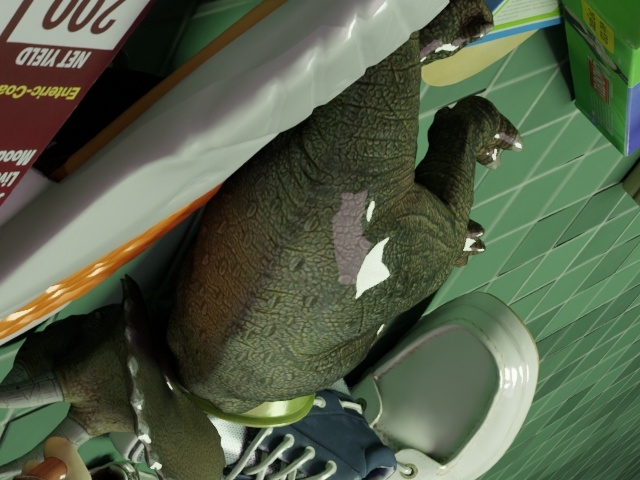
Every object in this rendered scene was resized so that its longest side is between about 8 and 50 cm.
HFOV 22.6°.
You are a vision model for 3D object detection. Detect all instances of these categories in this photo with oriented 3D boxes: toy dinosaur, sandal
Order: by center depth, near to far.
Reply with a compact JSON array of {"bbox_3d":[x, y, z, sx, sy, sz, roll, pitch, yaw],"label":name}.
[{"bbox_3d":[-0.068,-0.036,0.452,0.265,0.076,0.102,-35,177,30],"label":"sandal"},{"bbox_3d":[0.000,0.000,0.548,0.160,0.121,0.313,-54,-172,-37],"label":"toy dinosaur"}]

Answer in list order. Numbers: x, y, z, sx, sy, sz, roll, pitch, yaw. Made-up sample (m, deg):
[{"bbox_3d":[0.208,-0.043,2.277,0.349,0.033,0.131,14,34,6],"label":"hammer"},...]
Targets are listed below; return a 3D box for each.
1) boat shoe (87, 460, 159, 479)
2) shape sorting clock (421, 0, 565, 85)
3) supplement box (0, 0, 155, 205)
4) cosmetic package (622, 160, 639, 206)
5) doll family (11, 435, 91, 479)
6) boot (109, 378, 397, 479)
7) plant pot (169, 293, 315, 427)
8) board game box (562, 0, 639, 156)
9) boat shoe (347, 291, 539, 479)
[{"bbox_3d":[-0.108,0.132,0.833,0.035,0.035,0.100,-46,154,25],"label":"boat shoe"},{"bbox_3d":[0.109,-0.139,0.619,0.206,0.040,0.206,-39,170,-8],"label":"shape sorting clock"},{"bbox_3d":[-0.152,-0.007,0.369,0.239,0.073,0.130,-48,159,25],"label":"supplement box"},{"bbox_3d":[0.350,-0.115,1.032,0.160,0.113,0.309,-21,153,-43],"label":"cosmetic package"},{"bbox_3d":[-0.170,0.105,0.519,0.193,0.076,0.111,-32,-175,39],"label":"doll family"},{"bbox_3d":[-0.026,0.107,0.848,0.069,0.086,0.190,-49,160,25],"label":"boot"},{"bbox_3d":[-0.026,0.024,0.692,0.083,0.083,0.079,-14,137,-53],"label":"plant pot"},{"bbox_3d":[0.204,-0.142,0.721,0.213,0.046,0.317,-43,170,5],"label":"board game box"},{"bbox_3d":[0.037,0.141,1.032,0.096,0.098,0.277,-21,155,-47],"label":"boat shoe"}]
